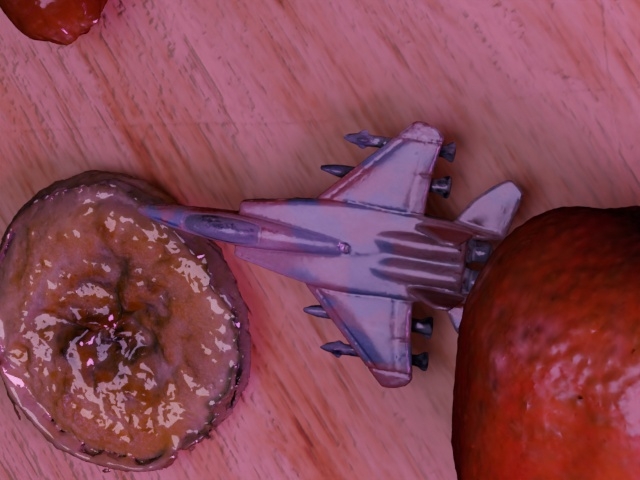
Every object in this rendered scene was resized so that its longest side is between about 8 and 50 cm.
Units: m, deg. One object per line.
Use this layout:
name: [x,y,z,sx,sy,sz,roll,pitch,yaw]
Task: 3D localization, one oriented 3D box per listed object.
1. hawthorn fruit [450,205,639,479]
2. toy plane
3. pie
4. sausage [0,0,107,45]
hawthorn fruit: [0.213,0.153,1.468,0.285,0.285,0.369,31,111,14]
toy plane: [0.003,-0.001,1.621,0.326,0.104,0.222,12,102,24]
pie: [-0.182,0.073,1.729,0.274,0.055,0.274,4,100,22]
sausage: [-0.295,-0.319,1.692,0.097,0.094,0.348,-34,84,9]
